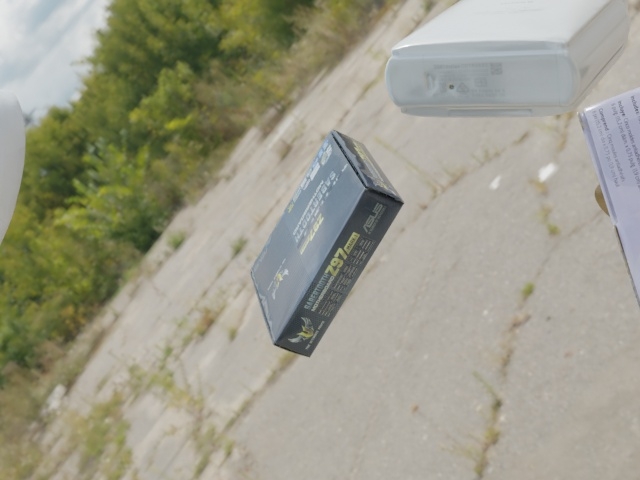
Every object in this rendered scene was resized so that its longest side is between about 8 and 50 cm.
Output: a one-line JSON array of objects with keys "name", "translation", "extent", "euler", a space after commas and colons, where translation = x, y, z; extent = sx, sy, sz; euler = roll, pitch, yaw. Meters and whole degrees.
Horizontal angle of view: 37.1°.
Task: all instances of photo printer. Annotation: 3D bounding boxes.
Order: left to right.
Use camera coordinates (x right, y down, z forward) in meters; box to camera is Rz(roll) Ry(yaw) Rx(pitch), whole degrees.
[{"name": "photo printer", "translation": [0.263, -0.261, 1.272], "extent": [0.256, 0.107, 0.307], "euler": [5, 29, 32]}]

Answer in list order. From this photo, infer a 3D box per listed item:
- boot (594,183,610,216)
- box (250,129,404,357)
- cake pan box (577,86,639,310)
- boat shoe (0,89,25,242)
[{"name": "boot", "translation": [0.410, -0.041, 0.844], "extent": [0.211, 0.295, 0.104], "euler": [-45, -19, -26]}, {"name": "box", "translation": [0.000, 0.000, 1.186], "extent": [0.233, 0.059, 0.183], "euler": [-60, 26, 19]}, {"name": "cake pan box", "translation": [0.305, -0.007, 0.553], "extent": [0.245, 0.070, 0.267], "euler": [-23, 55, 22]}, {"name": "boat shoe", "translation": [-0.308, -0.003, 0.738], "extent": [0.095, 0.084, 0.258], "euler": [41, 111, 40]}]
